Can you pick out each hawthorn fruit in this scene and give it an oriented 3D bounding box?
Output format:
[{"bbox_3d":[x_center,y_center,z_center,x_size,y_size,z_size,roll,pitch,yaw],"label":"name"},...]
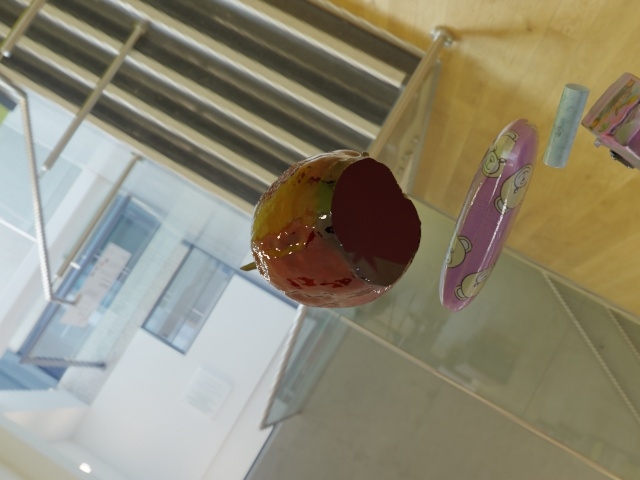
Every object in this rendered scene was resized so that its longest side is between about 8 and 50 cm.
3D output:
[{"bbox_3d":[0.000,0.000,0.841,0.189,0.189,0.251,35,130,-29],"label":"hawthorn fruit"}]

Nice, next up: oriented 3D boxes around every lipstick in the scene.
[{"bbox_3d":[0.470,-0.218,1.353,0.048,0.048,0.158,26,126,28],"label":"lipstick"}]

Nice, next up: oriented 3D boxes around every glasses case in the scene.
[{"bbox_3d":[0.238,-0.028,1.016,0.076,0.123,0.316,24,132,14],"label":"glasses case"}]

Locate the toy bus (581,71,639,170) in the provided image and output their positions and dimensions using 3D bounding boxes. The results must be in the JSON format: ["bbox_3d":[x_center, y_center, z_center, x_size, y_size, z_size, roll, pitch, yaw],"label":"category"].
[{"bbox_3d":[0.449,-0.085,0.852,0.274,0.090,0.112,30,-159,-17],"label":"toy bus"}]
